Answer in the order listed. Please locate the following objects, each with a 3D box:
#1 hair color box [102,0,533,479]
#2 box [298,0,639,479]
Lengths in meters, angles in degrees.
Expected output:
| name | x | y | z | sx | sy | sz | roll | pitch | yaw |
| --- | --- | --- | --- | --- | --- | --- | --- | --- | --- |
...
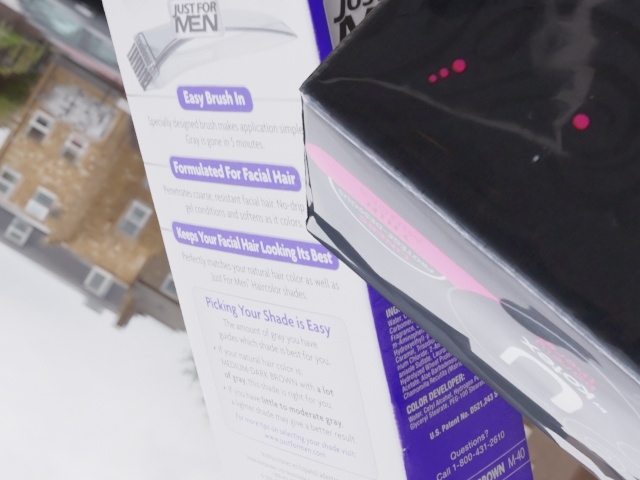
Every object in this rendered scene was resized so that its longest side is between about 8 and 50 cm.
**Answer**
| name | x | y | z | sx | sy | sz | roll | pitch | yaw |
| --- | --- | --- | --- | --- | --- | --- | --- | --- | --- |
| hair color box | 0.000 | 0.000 | 0.741 | 0.110 | 0.338 | 0.185 | -27 | -157 | -35 |
| box | 0.140 | -0.068 | 0.409 | 0.165 | 0.270 | 0.143 | 40 | 170 | 9 |
